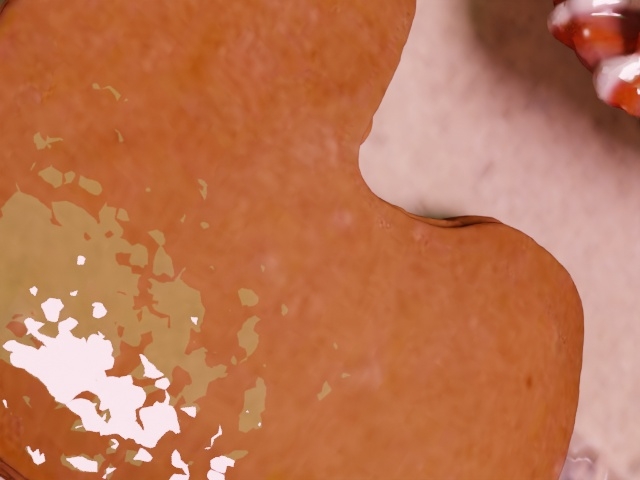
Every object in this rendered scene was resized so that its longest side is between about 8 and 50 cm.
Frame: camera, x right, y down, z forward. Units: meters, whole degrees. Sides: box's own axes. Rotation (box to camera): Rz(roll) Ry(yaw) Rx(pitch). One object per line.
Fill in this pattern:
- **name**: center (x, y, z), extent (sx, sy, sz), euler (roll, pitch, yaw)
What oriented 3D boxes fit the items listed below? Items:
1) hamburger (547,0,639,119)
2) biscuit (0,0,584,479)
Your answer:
- **hamburger**: center (0.164, -0.145, 0.354), extent (0.151, 0.227, 0.295), euler (21, 71, -50)
- **biscuit**: center (0.000, 0.000, 0.353), extent (0.192, 0.036, 0.186), euler (41, 66, -20)
